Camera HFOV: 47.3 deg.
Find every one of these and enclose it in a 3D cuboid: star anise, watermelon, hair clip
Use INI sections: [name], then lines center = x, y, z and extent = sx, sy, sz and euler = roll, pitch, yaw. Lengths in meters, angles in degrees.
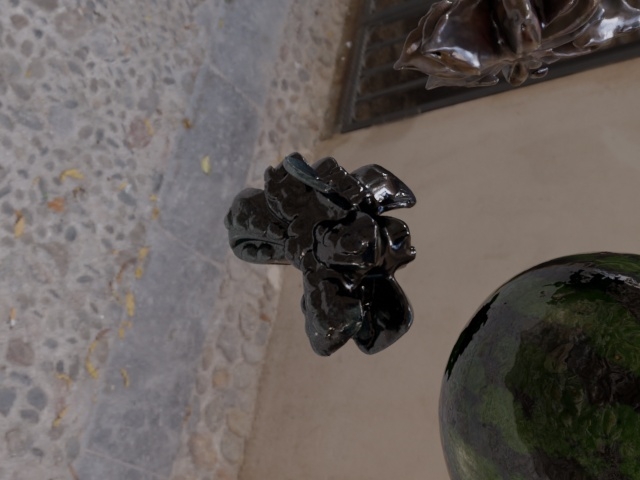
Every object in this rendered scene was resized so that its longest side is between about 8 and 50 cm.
[star anise]
center = 0.167, -0.185, 0.636
extent = 0.231, 0.209, 0.089
euler = -157, -122, -85
[watermelon]
center = 0.235, 0.149, 0.595
extent = 0.285, 0.285, 0.285
euler = 20, 66, -53
[hair clip]
center = 0.004, -0.003, 0.961
extent = 0.194, 0.310, 0.206
euler = 5, 119, -43
